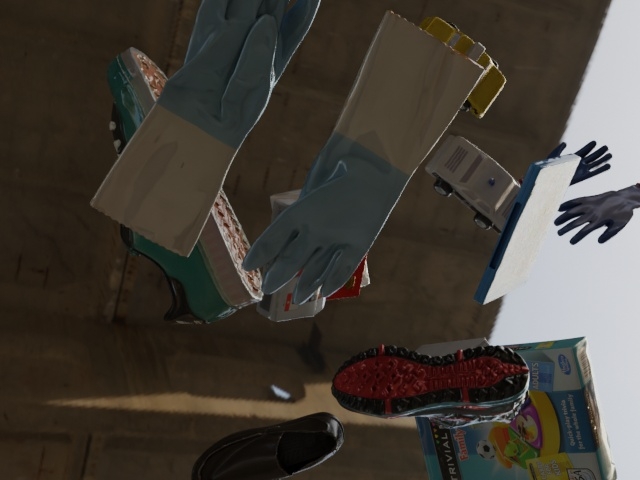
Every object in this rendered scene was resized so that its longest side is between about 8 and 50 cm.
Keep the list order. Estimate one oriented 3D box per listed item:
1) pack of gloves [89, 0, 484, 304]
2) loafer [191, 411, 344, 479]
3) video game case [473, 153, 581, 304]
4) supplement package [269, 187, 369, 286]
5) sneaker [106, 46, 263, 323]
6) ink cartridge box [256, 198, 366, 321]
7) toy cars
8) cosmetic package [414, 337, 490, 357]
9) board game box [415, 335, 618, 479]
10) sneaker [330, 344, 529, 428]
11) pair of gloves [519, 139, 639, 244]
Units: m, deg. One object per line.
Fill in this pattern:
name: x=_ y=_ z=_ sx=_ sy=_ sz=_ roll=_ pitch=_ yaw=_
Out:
pack of gloves: x=-0.027 y=-0.078 z=0.663 sx=0.195 sy=0.046 sz=0.232 roll=30 pitch=-75 yaw=-8
loafer: x=-0.071 y=0.289 z=1.223 sx=0.220 sy=0.078 sz=0.080 roll=-22 pitch=-92 yaw=-8
video game case: x=0.229 y=-0.014 z=0.997 sx=0.119 sy=0.015 sz=0.166 roll=-16 pitch=-49 yaw=-53
supplement package: x=0.000 y=0.000 z=1.490 sx=0.105 sy=0.105 sz=0.179 roll=-18 pitch=-80 yaw=-55
sneaker: x=-0.175 y=-0.051 z=0.960 sx=0.121 sy=0.108 sz=0.302 roll=-24 pitch=-91 yaw=12
ink cartridge box: x=0.009 y=0.021 z=1.121 sx=0.179 sy=0.045 sz=0.145 roll=-3 pitch=-69 yaw=-41
toy cars: x=0.259 y=-0.198 z=1.534 sx=0.176 sy=0.087 sz=0.393 roll=-11 pitch=-89 yaw=-17
cosmetic package: x=0.216 y=0.212 z=1.420 sx=0.060 sy=0.239 sz=0.099 roll=-37 pitch=-87 yaw=-18
board game box: x=0.331 y=0.318 z=1.614 sx=0.079 sy=0.336 sz=0.253 roll=-16 pitch=-86 yaw=-53
sneaker: x=0.146 y=0.214 z=1.206 sx=0.262 sy=0.104 sz=0.125 roll=-1 pitch=-42 yaw=13
pair of gloves: x=0.403 y=-0.077 z=1.381 sx=0.159 sy=0.198 sz=0.023 roll=-25 pitch=-40 yaw=-9
